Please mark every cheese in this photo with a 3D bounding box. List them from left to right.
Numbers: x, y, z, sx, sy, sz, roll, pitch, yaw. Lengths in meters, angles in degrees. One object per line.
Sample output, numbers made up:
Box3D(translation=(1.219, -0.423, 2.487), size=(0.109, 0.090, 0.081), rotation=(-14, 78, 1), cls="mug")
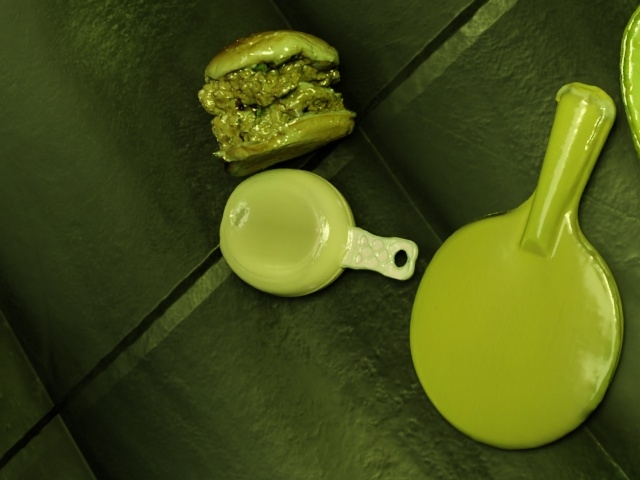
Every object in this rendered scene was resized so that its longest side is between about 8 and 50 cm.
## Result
Box3D(translation=(0.000, 0.000, 1.572), size=(0.227, 0.064, 0.137), rotation=(14, 92, 28), cls="cheese")

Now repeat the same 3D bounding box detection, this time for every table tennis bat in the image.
Box3D(translation=(0.209, 0.025, 1.464), size=(0.224, 0.054, 0.369), rotation=(20, 98, 30), cls="table tennis bat")

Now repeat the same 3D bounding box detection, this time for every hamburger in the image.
Box3D(translation=(-0.048, -0.149, 1.572), size=(0.185, 0.159, 0.131), rotation=(-28, 79, 63), cls="hamburger")

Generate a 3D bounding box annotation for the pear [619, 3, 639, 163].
Box3D(translation=(0.375, -0.149, 1.335), size=(0.238, 0.164, 0.255), rotation=(-45, 60, 28), cls="pear")
